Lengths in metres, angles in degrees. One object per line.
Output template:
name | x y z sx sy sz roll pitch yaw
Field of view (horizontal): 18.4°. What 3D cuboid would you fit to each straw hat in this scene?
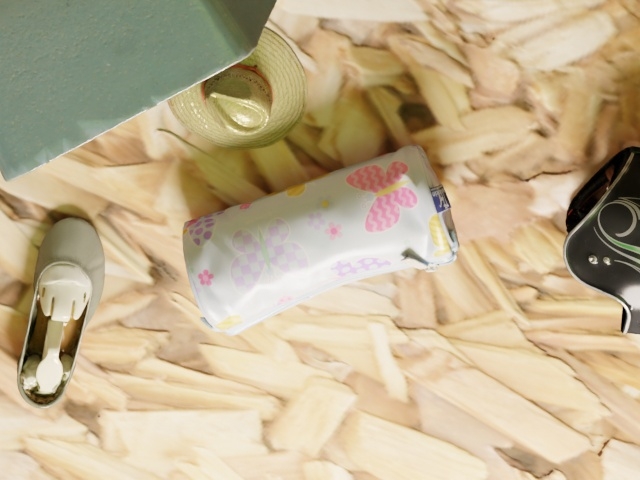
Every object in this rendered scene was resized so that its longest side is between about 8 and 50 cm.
straw hat | -0.079 -0.135 1.896 0.144 0.061 0.144 -1 121 -2

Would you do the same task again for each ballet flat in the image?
ballet flat | -0.263 0.079 2.007 0.072 0.068 0.213 11 119 -10

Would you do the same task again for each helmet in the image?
helmet | 0.326 0.006 1.945 0.161 0.169 0.169 38 113 -4

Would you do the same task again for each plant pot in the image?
plant pot | -0.212 -0.242 1.731 0.247 0.248 0.252 -26 105 12

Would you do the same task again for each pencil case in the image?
pencil case | 0.000 0.000 1.949 0.273 0.113 0.124 -18 98 8
